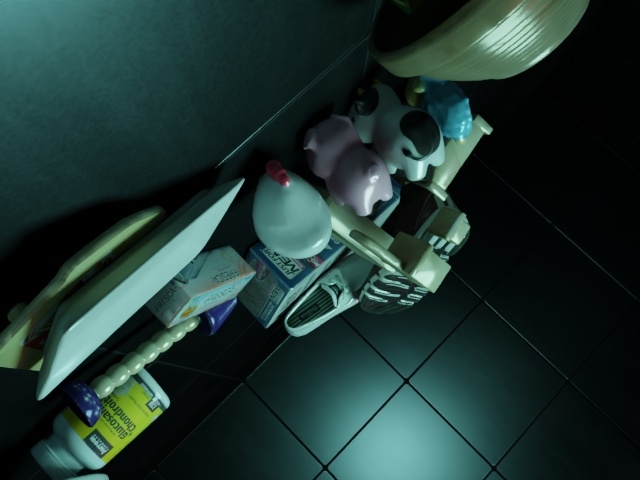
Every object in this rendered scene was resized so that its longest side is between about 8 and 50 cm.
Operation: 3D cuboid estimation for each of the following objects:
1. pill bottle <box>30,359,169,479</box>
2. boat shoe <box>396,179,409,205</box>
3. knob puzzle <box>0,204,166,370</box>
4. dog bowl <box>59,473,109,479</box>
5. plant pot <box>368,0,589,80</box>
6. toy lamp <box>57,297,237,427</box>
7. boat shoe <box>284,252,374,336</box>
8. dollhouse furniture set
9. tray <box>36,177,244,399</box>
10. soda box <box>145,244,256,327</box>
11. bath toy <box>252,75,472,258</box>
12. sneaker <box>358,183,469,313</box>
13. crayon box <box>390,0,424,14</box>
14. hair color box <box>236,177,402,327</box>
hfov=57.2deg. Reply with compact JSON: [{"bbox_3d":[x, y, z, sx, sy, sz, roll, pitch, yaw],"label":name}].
[{"bbox_3d":[-0.325,0.269,0.872,0.184,0.103,0.103,-42,170,-24],"label":"pill bottle"},{"bbox_3d":[0.223,-0.179,1.219,0.089,0.104,0.285,86,18,-61],"label":"boat shoe"},{"bbox_3d":[-0.222,0.035,0.553,0.213,0.030,0.213,-50,180,0],"label":"knob puzzle"},{"bbox_3d":[-0.407,0.404,0.771,0.265,0.104,0.265,-18,159,-7],"label":"dog bowl"},{"bbox_3d":[0.163,-0.229,0.537,0.237,0.110,0.237,-41,-152,28],"label":"plant pot"},{"bbox_3d":[-0.234,0.152,0.849,0.275,0.080,0.080,-40,169,-33],"label":"toy lamp"},{"bbox_3d":[0.027,0.101,1.097,0.226,0.083,0.076,-44,172,-3],"label":"boat shoe"},{"bbox_3d":[0.135,-0.145,0.910,0.355,0.174,0.303,-56,-151,-2],"label":"dollhouse furniture set"},{"bbox_3d":[-0.181,0.032,0.595,0.145,0.030,0.270,-51,180,42],"label":"tray"},{"bbox_3d":[-0.163,0.058,0.806,0.058,0.063,0.183,-49,170,18],"label":"soda box"},{"bbox_3d":[0.044,-0.120,0.780,0.348,0.151,0.129,-39,131,-22],"label":"bath toy"},{"bbox_3d":[0.155,0.003,1.052,0.281,0.106,0.162,-52,-149,39],"label":"sneaker"},{"bbox_3d":[0.116,-0.312,0.405,0.278,0.081,0.165,-48,170,15],"label":"crayon box"},{"bbox_3d":[0.000,0.000,1.130,0.347,0.105,0.174,-39,169,-35],"label":"hair color box"}]
